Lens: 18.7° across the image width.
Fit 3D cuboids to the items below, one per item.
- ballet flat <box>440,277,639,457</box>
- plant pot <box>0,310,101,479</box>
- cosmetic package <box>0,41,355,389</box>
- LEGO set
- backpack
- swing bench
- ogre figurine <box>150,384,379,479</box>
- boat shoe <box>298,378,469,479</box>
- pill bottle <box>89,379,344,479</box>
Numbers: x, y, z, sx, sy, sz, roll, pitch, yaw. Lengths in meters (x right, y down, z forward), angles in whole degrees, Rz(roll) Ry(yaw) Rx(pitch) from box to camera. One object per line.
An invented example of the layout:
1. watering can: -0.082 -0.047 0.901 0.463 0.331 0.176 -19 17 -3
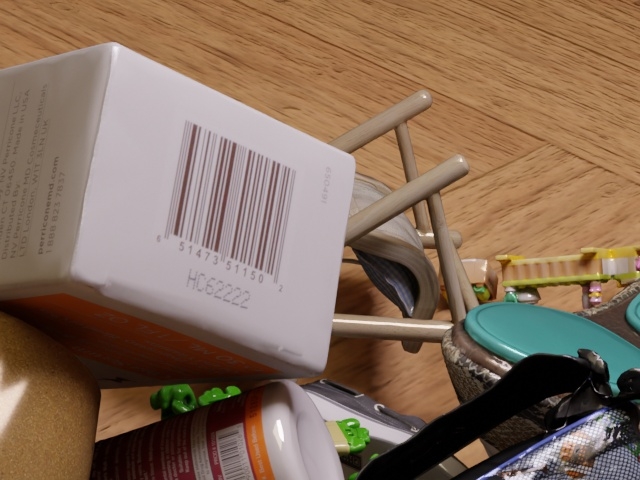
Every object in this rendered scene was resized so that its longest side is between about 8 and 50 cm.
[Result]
1. ballet flat: 0.230 0.124 1.506 0.164 0.182 0.483 32 24 27
2. plant pot: -0.244 0.173 1.180 0.237 0.237 0.254 17 61 18
3. cosmetic package: -0.220 0.004 1.374 0.453 0.161 0.230 -7 -22 45
4. LEGO set: 0.254 0.062 1.754 0.287 0.107 0.132 -3 -4 -8
5. backpack: 0.095 0.236 1.233 0.263 0.276 0.213 -18 65 -21
6. swing bench: 0.000 0.000 1.650 0.255 0.165 0.253 -13 19 0
7. ogre figurine: -0.038 0.182 1.424 0.197 0.118 0.097 10 25 2
8. boat shoe: 0.059 0.167 1.520 0.228 0.080 0.076 20 33 37
9. pill bottle: -0.102 0.183 1.329 0.221 0.121 0.121 -19 26 14
